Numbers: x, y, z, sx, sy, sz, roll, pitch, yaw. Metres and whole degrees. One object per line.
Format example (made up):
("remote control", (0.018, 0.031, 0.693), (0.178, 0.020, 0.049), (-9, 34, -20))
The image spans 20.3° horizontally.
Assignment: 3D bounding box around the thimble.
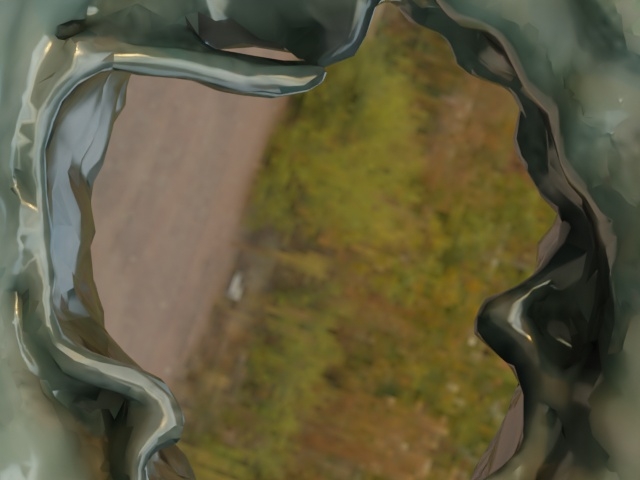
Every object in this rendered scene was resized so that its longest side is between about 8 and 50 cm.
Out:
("thimble", (0.000, 0.000, 0.396), (0.172, 0.205, 0.250), (-47, 126, -83))
